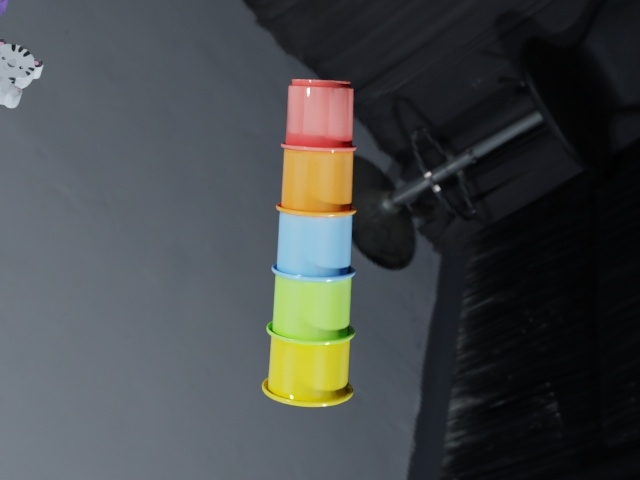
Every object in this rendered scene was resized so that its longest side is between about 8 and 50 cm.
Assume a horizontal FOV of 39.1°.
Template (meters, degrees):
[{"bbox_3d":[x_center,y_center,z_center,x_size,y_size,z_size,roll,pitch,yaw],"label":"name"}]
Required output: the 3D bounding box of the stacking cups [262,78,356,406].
[{"bbox_3d":[0.000,0.000,0.900,0.096,0.096,0.316,-6,104,-52],"label":"stacking cups"}]

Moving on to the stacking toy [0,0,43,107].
[{"bbox_3d":[-0.283,-0.203,0.639,0.221,0.167,0.052,30,55,-13],"label":"stacking toy"}]
